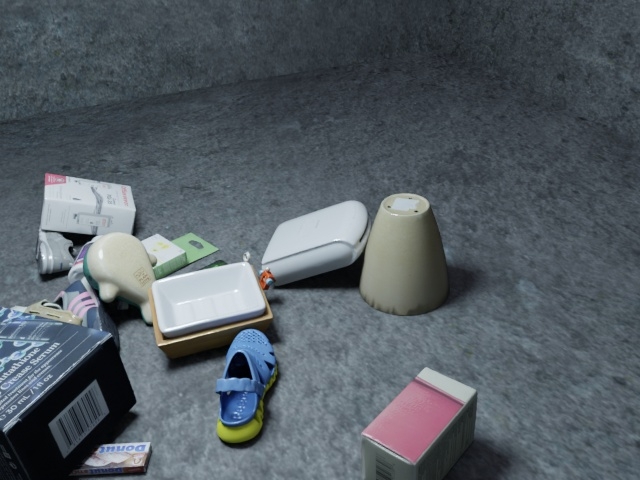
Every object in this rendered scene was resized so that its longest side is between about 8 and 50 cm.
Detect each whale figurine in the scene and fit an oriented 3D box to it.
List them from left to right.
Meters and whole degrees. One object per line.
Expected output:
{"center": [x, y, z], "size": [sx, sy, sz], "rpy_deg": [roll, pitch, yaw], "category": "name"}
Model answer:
{"center": [-0.534, 0.111, 1.755], "size": [0.141, 0.272, 0.216], "rpy_deg": [-28, 15, 38], "category": "whale figurine"}

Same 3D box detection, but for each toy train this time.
{"center": [-0.174, 0.107, 1.805], "size": [0.046, 0.125, 0.166], "rpy_deg": [7, 22, -35], "category": "toy train"}

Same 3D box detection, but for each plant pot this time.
{"center": [0.229, 0.019, 1.748], "size": [0.257, 0.273, 0.256], "rpy_deg": [-3, 31, 2], "category": "plant pot"}

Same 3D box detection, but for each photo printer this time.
{"center": [0.000, 0.000, 1.867], "size": [0.308, 0.107, 0.256], "rpy_deg": [-17, 26, 22], "category": "photo printer"}

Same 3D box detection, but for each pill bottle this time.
{"center": [-0.678, 0.067, 1.921], "size": [0.108, 0.108, 0.193], "rpy_deg": [-4, 32, 0], "category": "pill bottle"}

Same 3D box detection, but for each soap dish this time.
{"center": [-0.290, 0.181, 1.672], "size": [0.291, 0.118, 0.229], "rpy_deg": [-13, 39, -14], "category": "soap dish"}

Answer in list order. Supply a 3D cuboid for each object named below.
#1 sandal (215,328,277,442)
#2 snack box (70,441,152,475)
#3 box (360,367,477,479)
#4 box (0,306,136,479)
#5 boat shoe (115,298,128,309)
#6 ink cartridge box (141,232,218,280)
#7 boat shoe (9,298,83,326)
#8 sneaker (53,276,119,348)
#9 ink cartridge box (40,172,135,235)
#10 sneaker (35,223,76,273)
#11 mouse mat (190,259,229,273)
{"center": [-0.171, 0.301, 1.465], "size": [0.126, 0.138, 0.317], "rpy_deg": [-5, 30, 2], "category": "sandal"}
{"center": [-0.450, 0.460, 1.343], "size": [0.179, 0.022, 0.064], "rpy_deg": [-3, 30, 1], "category": "snack box"}
{"center": [0.198, 0.390, 1.268], "size": [0.127, 0.148, 0.232], "rpy_deg": [21, 38, 35], "category": "box"}
{"center": [-0.661, 0.329, 1.375], "size": [0.396, 0.211, 0.293], "rpy_deg": [7, 34, 25], "category": "box"}
{"center": [-0.566, 0.166, 1.826], "size": [0.035, 0.035, 0.100], "rpy_deg": [13, 19, -28], "category": "boat shoe"}
{"center": [-0.467, 0.028, 2.017], "size": [0.235, 0.056, 0.171], "rpy_deg": [-30, 40, -33], "category": "ink cartridge box"}
{"center": [-0.706, 0.211, 1.642], "size": [0.303, 0.113, 0.103], "rpy_deg": [14, 66, 38], "category": "boat shoe"}
{"center": [-0.627, 0.218, 1.699], "size": [0.131, 0.112, 0.319], "rpy_deg": [-32, 36, -11], "category": "sneaker"}
{"center": [-0.773, -0.114, 2.126], "size": [0.283, 0.117, 0.207], "rpy_deg": [7, 26, -26], "category": "ink cartridge box"}
{"center": [-0.843, 0.030, 2.039], "size": [0.115, 0.105, 0.281], "rpy_deg": [7, 27, -29], "category": "sneaker"}
{"center": [-0.333, 0.122, 1.894], "size": [0.190, 0.007, 0.153], "rpy_deg": [-26, 38, -33], "category": "mouse mat"}
